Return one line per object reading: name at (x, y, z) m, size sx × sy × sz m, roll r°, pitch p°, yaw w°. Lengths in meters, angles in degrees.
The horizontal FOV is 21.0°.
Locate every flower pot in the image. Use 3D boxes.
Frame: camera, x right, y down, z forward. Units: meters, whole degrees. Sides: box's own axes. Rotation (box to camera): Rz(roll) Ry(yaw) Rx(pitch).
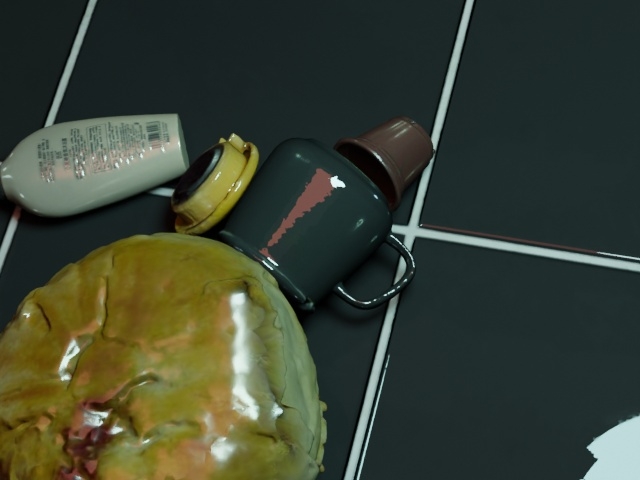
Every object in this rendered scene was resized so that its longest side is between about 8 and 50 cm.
flower pot at (0.082, -0.101, 2.089) m, size 0.111 × 0.111 × 0.089 m, roll 37°, pitch 61°, yaw 23°

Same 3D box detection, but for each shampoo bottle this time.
shampoo bottle at (-0.295, -0.094, 2.156) m, size 0.257 × 0.078 × 0.127 m, roll -11°, pitch 68°, yaw 2°

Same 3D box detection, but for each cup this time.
cup at (0.000, 0.000, 2.020) m, size 0.223 × 0.169 × 0.176 m, roll 40°, pitch 81°, yaw 7°

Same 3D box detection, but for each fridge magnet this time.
fridge magnet at (-0.130, -0.065, 2.091) m, size 0.063 × 0.143 × 0.143 m, roll 41°, pitch 72°, yaw -20°

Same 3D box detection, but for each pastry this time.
pastry at (-0.178, 0.190, 1.904) m, size 0.410 × 0.245 × 0.409 m, roll -5°, pitch 66°, yaw 11°
